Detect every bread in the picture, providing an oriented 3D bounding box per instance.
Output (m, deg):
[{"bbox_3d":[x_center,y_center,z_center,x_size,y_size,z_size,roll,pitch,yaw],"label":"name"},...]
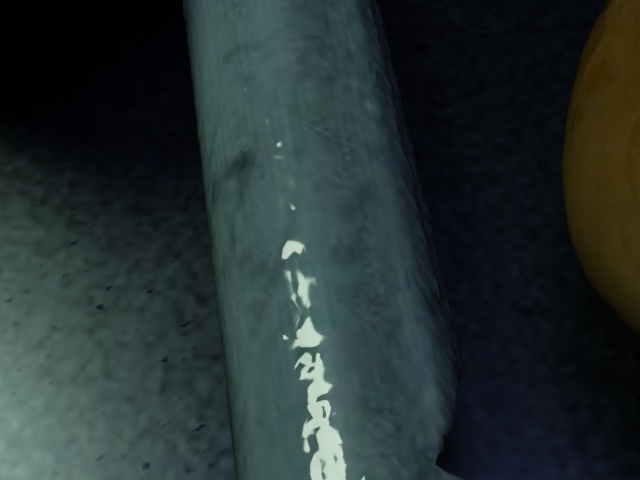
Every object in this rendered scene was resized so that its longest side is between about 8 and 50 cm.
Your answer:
[{"bbox_3d":[0.120,-0.039,0.363,0.114,0.077,0.189,-10,38,24],"label":"bread"}]

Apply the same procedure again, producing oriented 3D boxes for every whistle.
[{"bbox_3d":[0.000,0.000,0.373,0.062,0.062,0.312,-9,52,-1],"label":"whistle"}]
